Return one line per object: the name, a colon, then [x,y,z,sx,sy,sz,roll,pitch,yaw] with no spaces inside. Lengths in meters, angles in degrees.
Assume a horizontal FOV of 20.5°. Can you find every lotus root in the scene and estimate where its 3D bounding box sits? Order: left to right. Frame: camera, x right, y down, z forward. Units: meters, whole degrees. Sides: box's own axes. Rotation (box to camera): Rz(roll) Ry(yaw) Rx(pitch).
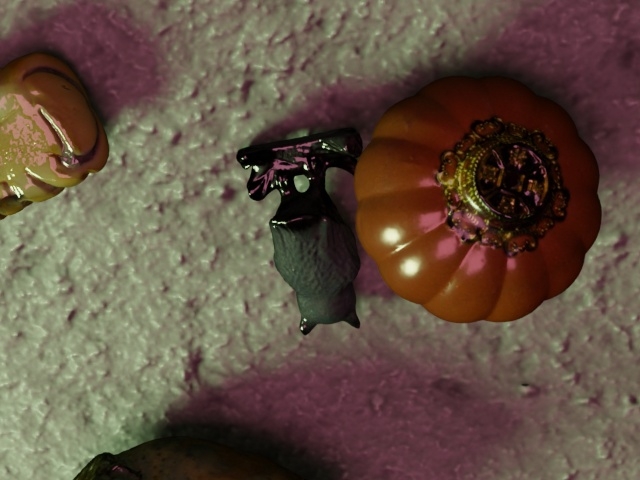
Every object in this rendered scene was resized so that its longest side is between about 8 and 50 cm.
lotus root: [-0.140,0.300,1.780,0.260,0.149,0.267,25,129,-5]

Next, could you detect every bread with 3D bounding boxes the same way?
bread: [-0.311,-0.084,1.646,0.225,0.081,0.134,-21,107,18]

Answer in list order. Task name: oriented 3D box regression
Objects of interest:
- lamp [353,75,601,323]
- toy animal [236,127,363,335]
lamp: [0.138,-0.036,1.551,0.223,0.196,0.223,2,82,-11]
toy animal: [0.001,0.004,1.634,0.121,0.117,0.210,-13,112,5]
